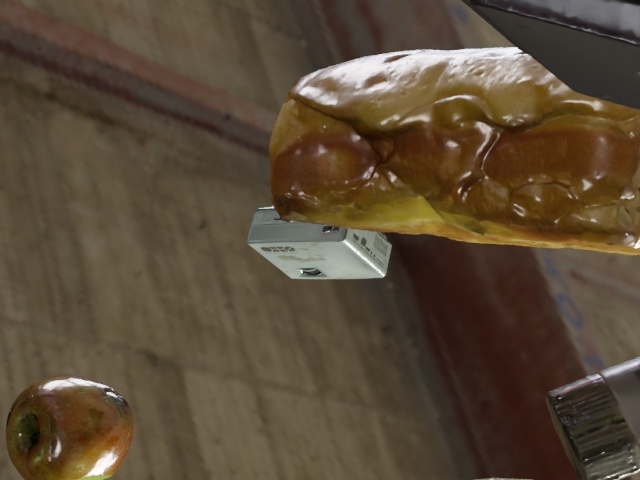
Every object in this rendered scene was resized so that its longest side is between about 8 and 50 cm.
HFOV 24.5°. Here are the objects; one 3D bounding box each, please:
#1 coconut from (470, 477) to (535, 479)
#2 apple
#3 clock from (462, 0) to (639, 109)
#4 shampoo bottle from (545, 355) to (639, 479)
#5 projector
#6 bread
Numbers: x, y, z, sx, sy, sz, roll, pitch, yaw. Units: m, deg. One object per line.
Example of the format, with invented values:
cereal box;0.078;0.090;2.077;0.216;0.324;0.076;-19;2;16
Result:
coconut;0.137;0.275;0.798;0.329;0.329;0.328;36;-148;-27
apple;-0.217;0.165;1.291;0.102;0.114;0.099;3;-114;-45
clock;0.186;-0.081;0.654;0.279;0.049;0.273;19;-178;25
shampoo bottle;0.268;0.094;0.980;0.086;0.227;0.056;-110;-1;-63
projector;0.000;0.000;1.853;0.115;0.147;0.061;42;-125;-49
bread;0.127;-0.073;1.101;0.195;0.344;0.148;8;-92;-50
